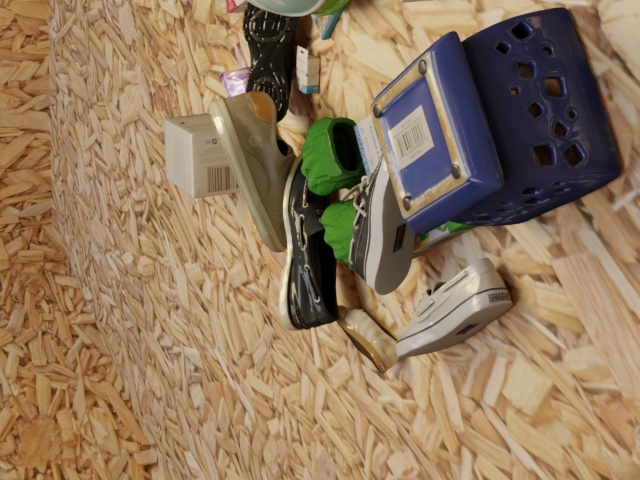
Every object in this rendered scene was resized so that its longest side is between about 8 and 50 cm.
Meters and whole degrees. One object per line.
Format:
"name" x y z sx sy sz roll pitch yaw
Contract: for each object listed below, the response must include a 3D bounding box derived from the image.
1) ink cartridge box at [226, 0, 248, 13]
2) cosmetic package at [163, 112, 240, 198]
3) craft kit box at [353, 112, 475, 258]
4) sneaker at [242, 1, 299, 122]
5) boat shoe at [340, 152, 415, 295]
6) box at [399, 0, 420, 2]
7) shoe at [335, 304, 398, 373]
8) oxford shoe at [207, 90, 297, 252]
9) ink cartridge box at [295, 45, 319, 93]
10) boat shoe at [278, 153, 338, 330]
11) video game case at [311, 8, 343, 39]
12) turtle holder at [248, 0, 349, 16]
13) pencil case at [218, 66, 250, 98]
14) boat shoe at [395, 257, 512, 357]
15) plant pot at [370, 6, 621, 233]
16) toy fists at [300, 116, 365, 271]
"ink cartridge box" -0.157 -0.555 2.021 0.109 0.063 0.150 -10 90 64
"cosmetic package" -0.257 -0.198 2.253 0.183 0.151 0.151 32 127 55
"craft kit box" 0.155 -0.114 1.562 0.246 0.061 0.250 145 112 -65
"sneaker" -0.096 -0.375 1.909 0.130 0.109 0.286 -78 -3 -72
"boat shoe" 0.097 -0.059 1.511 0.105 0.113 0.306 40 145 33
"box" 0.170 -0.488 1.381 0.063 0.067 0.324 60 147 35
"shoe" 0.086 0.172 1.813 0.076 0.058 0.219 57 173 -33
"oxford shoe" -0.102 -0.124 1.929 0.449 0.130 0.169 74 171 -55
"ink cartridge box" -0.024 -0.326 1.873 0.048 0.028 0.083 40 134 54
"boat shoe" -0.002 0.000 1.847 0.113 0.127 0.340 -2 73 30
"video game case" -0.001 -0.467 1.792 0.166 0.015 0.119 69 151 22
"turtle holder" -0.028 -0.489 1.587 0.320 0.227 0.243 11 106 57
"pencil case" -0.152 -0.268 2.088 0.086 0.088 0.206 -35 69 64
"boat shoe" 0.192 0.108 1.521 0.267 0.096 0.088 -49 52 57
"plant pot" 0.206 -0.141 1.266 0.236 0.212 0.236 -35 69 62
"toy fists" 0.046 -0.082 1.737 0.142 0.096 0.279 -18 93 59
